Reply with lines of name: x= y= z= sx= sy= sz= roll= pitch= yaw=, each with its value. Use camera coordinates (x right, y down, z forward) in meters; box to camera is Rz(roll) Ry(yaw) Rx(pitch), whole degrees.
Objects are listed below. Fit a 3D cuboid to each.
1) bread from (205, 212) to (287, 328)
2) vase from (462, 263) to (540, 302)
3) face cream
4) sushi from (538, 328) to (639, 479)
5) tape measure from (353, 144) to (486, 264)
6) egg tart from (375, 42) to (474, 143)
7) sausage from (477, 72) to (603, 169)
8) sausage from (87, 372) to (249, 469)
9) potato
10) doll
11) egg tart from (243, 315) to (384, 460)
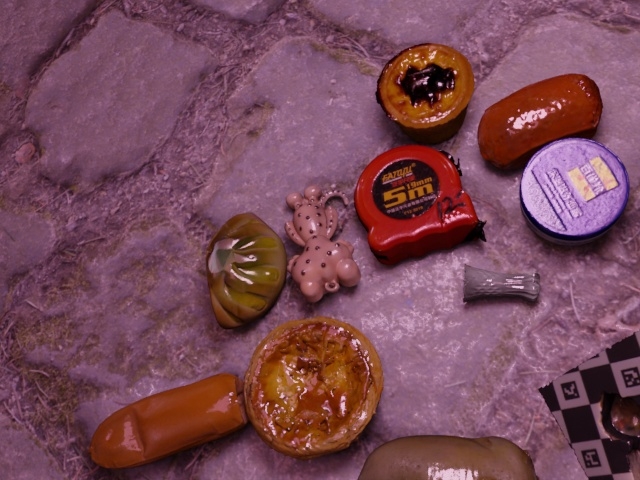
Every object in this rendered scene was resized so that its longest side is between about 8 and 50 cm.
bread: x=-0.154 y=0.054 z=1.580 sx=0.156 sy=0.158 sz=0.260 roll=-10 pitch=68 yaw=8
vase: x=0.363 y=0.089 z=1.462 sx=0.149 sy=0.081 sz=0.081 roll=1 pitch=69 yaw=12
face cream: x=0.506 y=-0.095 z=1.465 sx=0.206 sy=0.111 sz=0.205 roll=-3 pitch=79 yaw=14
sushi: x=0.590 y=0.332 z=1.250 sx=0.320 sy=0.069 sz=0.339 roll=-49 pitch=55 yaw=39
tape measure: x=0.202 y=-0.081 z=1.556 sx=0.253 sy=0.114 sz=0.260 roll=-18 pitch=61 yaw=9
egg tart: x=0.237 y=-0.313 z=1.607 sx=0.215 sy=0.171 sz=0.215 roll=-6 pitch=66 yaw=13
sausage: x=0.457 y=-0.249 z=1.527 sx=0.268 sy=0.153 sz=0.141 roll=-23 pitch=70 yaw=7
sausage: x=-0.318 y=0.381 z=1.514 sx=0.354 sy=0.116 sz=0.134 roll=-19 pitch=79 yaw=11
potato: x=0.218 y=0.464 z=1.267 sx=0.327 sy=0.221 sz=0.243 roll=-1 pitch=66 yaw=11
doll: x=-0.002 y=0.000 z=1.589 sx=0.154 sy=0.119 sz=0.278 roll=-13 pitch=56 yaw=10
egg tart: x=-0.011 y=0.297 z=1.461 sx=0.290 sy=0.115 sz=0.290 roll=-5 pitch=69 yaw=14
